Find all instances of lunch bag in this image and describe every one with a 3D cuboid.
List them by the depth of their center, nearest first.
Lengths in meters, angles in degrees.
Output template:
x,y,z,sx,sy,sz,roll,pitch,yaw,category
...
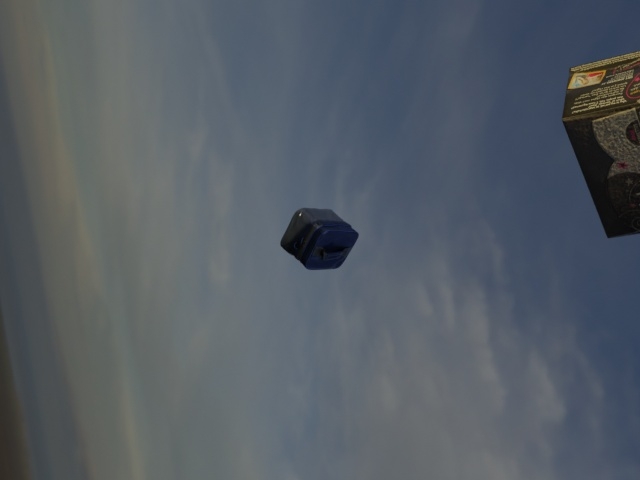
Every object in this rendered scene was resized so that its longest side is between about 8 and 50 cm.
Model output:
x,y,z,sx,sy,sz,roll,pitch,yaw,category
0.000,0.000,1.266,0.065,0.098,0.067,38,-67,30,lunch bag

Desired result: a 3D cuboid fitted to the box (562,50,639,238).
x,y,z,sx,sy,sz,roll,pitch,yaw,category
0.483,-0.143,1.447,0.247,0.163,0.142,58,36,-34,box
